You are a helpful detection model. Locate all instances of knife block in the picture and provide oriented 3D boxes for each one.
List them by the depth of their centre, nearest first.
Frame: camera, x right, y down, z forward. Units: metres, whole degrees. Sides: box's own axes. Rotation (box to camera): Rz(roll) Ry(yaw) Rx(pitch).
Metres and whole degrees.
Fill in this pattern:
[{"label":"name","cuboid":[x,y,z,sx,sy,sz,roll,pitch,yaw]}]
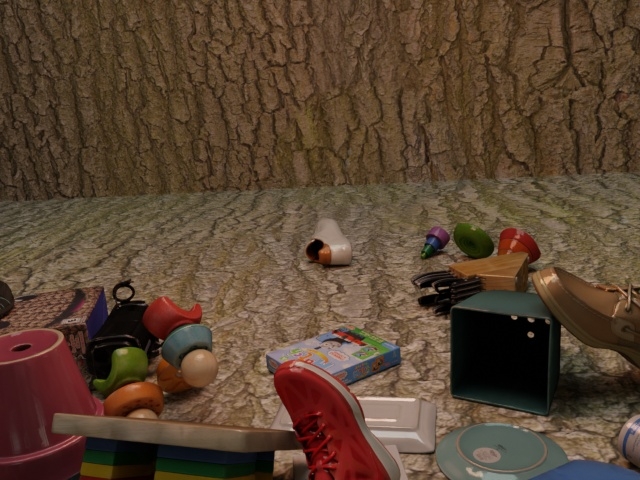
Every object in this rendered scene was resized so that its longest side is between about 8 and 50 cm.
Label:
[{"label":"knife block","cuboid":[0.359,0.099,1.569,0.242,0.088,0.275,4,18,26]}]

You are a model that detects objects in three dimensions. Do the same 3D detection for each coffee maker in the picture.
[{"label":"coffee maker","cuboid":[-0.390,0.191,1.274,0.120,0.171,0.178,-28,13,2]}]

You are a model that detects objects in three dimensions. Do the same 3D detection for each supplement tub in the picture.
[{"label":"supplement tub","cuboid":[0.465,0.287,0.876,0.071,0.071,0.107,-11,15,-23]}]

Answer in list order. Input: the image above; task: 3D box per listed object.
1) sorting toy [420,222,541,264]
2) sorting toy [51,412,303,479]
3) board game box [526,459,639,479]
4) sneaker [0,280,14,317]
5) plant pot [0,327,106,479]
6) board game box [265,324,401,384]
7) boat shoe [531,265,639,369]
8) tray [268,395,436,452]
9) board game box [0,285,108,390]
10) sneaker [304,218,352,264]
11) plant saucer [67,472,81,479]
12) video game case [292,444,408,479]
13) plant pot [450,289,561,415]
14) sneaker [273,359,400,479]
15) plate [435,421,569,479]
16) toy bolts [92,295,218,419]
[{"label":"sorting toy","cuboid":[0.421,0.039,1.821,0.365,0.127,0.126,9,49,49]},{"label":"sorting toy","cuboid":[-0.169,0.285,0.853,0.257,0.089,0.255,-1,-16,18]},{"label":"board game box","cuboid":[0.345,0.331,0.825,0.168,0.033,0.133,-7,9,-31]},{"label":"sneaker","cuboid":[-0.659,0.111,1.228,0.101,0.106,0.267,-6,14,-2]},{"label":"plant pot","cuboid":[-0.428,0.236,0.957,0.201,0.180,0.201,-5,15,1]},{"label":"board game box","cuboid":[0.025,0.230,1.271,0.211,0.039,0.160,-15,19,-33]},{"label":"boat shoe","cuboid":[0.498,0.119,1.084,0.341,0.110,0.122,27,33,-21]},{"label":"tray","cuboid":[0.051,0.289,1.063,0.270,0.030,0.145,-1,14,12]},{"label":"board game box","cuboid":[-0.592,0.208,1.320,0.290,0.141,0.232,-7,16,-9]},{"label":"sneaker","cuboid":[0.000,0.000,2.000,0.123,0.106,0.290,-5,16,-13]},{"label":"plant saucer","cuboid":[-0.385,0.343,0.965,0.194,0.038,0.195,-3,14,1]},{"label":"video game case","cuboid":[0.042,0.336,0.906,0.157,0.019,0.143,-5,15,-3]},{"label":"plant pot","cuboid":[0.350,0.172,1.170,0.165,0.166,0.234,5,14,30]},{"label":"sneaker","cuboid":[0.006,0.259,0.806,0.087,0.221,0.128,-43,0,33]},{"label":"plate","cuboid":[0.262,0.307,0.948,0.188,0.024,0.188,-3,15,1]},{"label":"toy bolts","cuboid":[-0.237,0.230,1.101,0.218,0.228,0.158,14,29,-45]}]
